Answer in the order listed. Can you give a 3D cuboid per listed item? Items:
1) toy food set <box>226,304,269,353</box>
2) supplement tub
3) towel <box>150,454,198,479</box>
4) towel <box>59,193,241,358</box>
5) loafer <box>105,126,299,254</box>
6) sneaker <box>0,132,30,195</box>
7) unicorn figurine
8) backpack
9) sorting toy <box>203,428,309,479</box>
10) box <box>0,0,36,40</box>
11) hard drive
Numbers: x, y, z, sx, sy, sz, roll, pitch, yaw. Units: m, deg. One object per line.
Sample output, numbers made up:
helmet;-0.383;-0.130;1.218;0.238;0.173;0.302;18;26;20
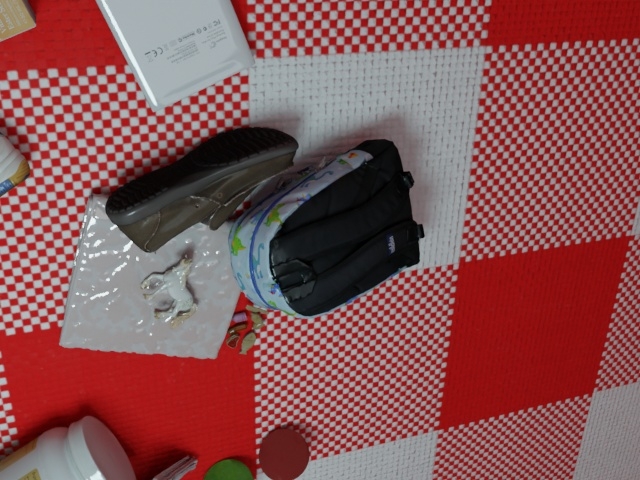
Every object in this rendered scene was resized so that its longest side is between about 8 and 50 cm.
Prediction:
toy food set;-0.164;0.186;1.541;0.077;0.019;0.122;22;113;-29
supplement tub;-0.549;0.515;1.423;0.316;0.228;0.228;-32;123;-4
towel;-0.401;0.587;1.558;0.285;0.209;0.034;-45;79;6
towel;-0.314;0.081;1.405;0.331;0.053;0.317;10;112;-26
loafer;-0.204;-0.094;1.313;0.365;0.134;0.130;-25;127;-14
sneaker;-0.631;-0.082;1.179;0.296;0.112;0.131;-35;106;-4
unicorn figurine;-0.280;0.091;1.366;0.111;0.060;0.162;-25;138;-8
backpack;0.000;0.000;1.369;0.355;0.273;0.290;-43;126;-43
sorting toy;-0.181;0.580;1.702;0.365;0.127;0.126;-29;152;-3
box;-0.535;-0.354;1.073;0.170;0.091;0.130;-27;122;-8
hard drive;-0.258;-0.395;1.196;0.203;0.040;0.308;-27;122;-8
